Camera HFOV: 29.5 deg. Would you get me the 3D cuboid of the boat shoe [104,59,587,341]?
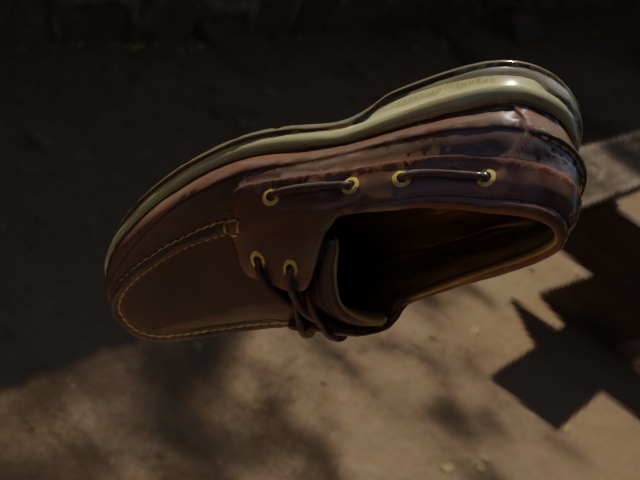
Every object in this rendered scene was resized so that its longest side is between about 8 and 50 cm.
[{"bbox_3d":[0.001,0.000,0.396,0.064,0.178,0.060,49,31,-40],"label":"boat shoe"}]
